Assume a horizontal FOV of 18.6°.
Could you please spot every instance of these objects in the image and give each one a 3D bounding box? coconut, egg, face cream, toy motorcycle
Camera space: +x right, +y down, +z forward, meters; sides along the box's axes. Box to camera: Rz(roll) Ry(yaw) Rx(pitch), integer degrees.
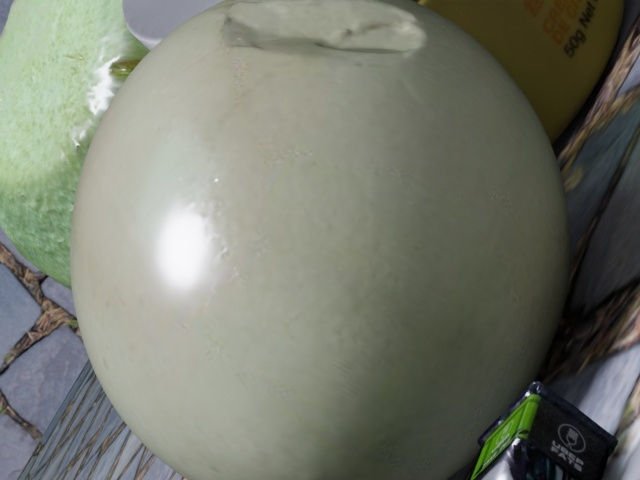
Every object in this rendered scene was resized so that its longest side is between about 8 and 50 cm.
[{"bbox_3d":[-0.061,-0.087,1.331,0.281,0.328,0.328,-2,52,45],"label":"coconut"},{"bbox_3d":[0.000,0.000,0.853,0.219,0.219,0.269,-54,25,31],"label":"egg"},{"bbox_3d":[0.030,-0.139,1.074,0.218,0.179,0.218,-33,33,26],"label":"face cream"},{"bbox_3d":[0.036,0.136,0.717,0.173,0.058,0.100,-51,4,36],"label":"toy motorcycle"}]
